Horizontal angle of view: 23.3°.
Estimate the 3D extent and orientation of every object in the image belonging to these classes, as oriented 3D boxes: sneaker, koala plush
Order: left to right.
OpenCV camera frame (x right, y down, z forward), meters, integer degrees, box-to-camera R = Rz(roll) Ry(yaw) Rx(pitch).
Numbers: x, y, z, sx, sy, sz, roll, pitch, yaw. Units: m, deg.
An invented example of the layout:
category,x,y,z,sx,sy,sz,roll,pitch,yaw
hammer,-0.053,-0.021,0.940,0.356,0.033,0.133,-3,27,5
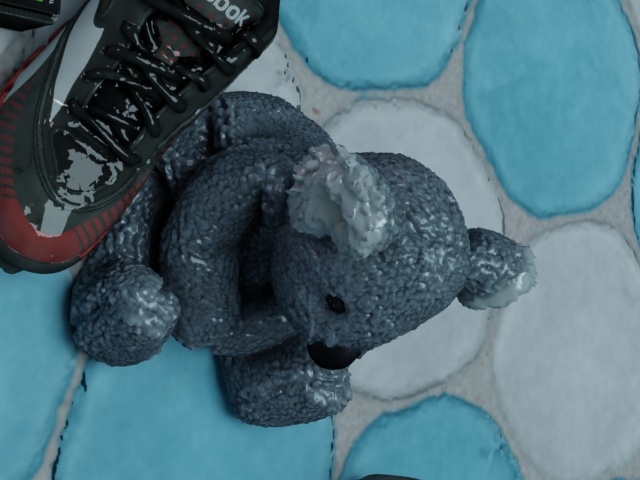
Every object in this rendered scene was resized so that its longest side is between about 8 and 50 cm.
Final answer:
category,x,y,z,sx,sy,sz,roll,pitch,yaw
sneaker,-0.101,-0.102,0.881,0.097,0.135,0.276,40,62,-18
koala plush,0.000,0.000,0.922,0.196,0.221,0.203,27,71,-39

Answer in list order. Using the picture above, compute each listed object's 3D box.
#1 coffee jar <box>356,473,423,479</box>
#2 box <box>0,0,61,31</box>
category,x,y,z,sx,sy,sz,roll,pitch,yaw
coffee jar,0.062,0.256,1.060,0.079,0.096,0.184,-30,110,-37
box,-0.221,-0.224,0.840,0.184,0.045,0.190,10,82,-43
